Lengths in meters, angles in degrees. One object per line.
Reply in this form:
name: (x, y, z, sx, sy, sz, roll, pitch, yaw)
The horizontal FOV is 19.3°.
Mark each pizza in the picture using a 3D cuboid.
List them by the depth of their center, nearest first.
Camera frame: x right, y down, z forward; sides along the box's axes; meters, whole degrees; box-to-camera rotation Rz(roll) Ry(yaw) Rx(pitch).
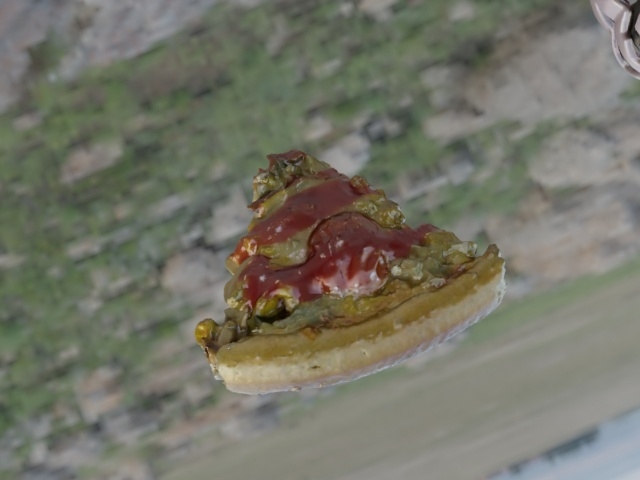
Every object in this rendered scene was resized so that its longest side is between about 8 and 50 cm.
pizza: (0.000, 0.000, 1.125, 0.188, 0.199, 0.062, -19, 132, -12)

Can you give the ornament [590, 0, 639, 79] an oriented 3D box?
ornament: (0.289, -0.191, 1.407, 0.177, 0.177, 0.177, -22, 170, -4)
